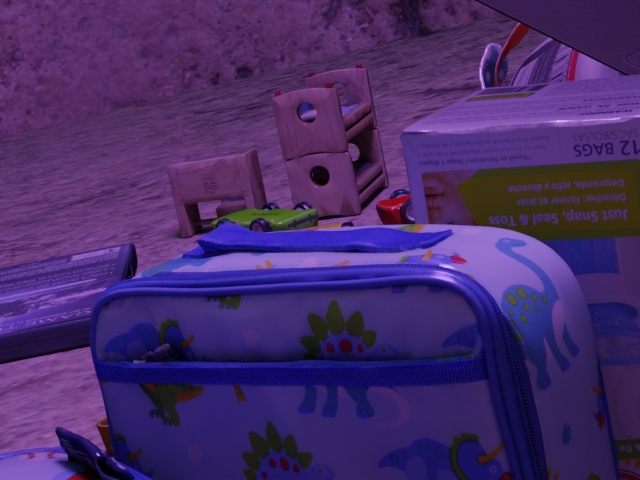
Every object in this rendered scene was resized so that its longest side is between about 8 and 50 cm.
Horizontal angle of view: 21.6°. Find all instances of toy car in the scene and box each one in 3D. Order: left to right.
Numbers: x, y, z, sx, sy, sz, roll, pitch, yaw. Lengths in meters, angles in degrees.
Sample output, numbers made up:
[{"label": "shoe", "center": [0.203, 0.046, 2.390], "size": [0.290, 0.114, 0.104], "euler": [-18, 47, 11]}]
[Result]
[{"label": "toy car", "center": [0.000, 0.000, 1.386], "size": [0.239, 0.053, 0.225], "euler": [-21, 15, -41]}]

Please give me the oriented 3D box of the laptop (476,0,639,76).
[{"label": "laptop", "center": [0.295, -0.031, 0.760], "size": [0.382, 0.236, 0.408], "euler": [23, -24, -20]}]

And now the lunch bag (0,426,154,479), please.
[{"label": "lunch bag", "center": [-0.150, 0.171, 0.585], "size": [0.303, 0.115, 0.243], "euler": [-19, 16, -28]}]

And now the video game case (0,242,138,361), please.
[{"label": "video game case", "center": [-0.260, 0.058, 1.424], "size": [0.196, 0.026, 0.274], "euler": [-11, 13, -1]}]

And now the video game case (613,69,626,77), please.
[{"label": "video game case", "center": [0.323, -0.160, 1.043], "size": [0.329, 0.300, 0.036], "euler": [-3, -3, -24]}]

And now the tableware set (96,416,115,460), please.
[{"label": "tableware set", "center": [-0.059, 0.106, 1.010], "size": [0.154, 0.024, 0.104], "euler": [-11, 11, 1]}]

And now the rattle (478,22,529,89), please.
[{"label": "rattle", "center": [0.087, -0.033, 1.098], "size": [0.143, 0.199, 0.130], "euler": [-11, 12, 2]}]

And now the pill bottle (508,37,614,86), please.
[{"label": "pill bottle", "center": [0.230, -0.086, 1.206], "size": [0.176, 0.176, 0.318], "euler": [-13, -2, -8]}]

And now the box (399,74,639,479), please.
[{"label": "box", "center": [0.119, 0.036, 0.736], "size": [0.114, 0.203, 0.103], "euler": [-2, 15, 28]}]

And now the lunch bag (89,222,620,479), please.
[{"label": "lunch bag", "center": [0.009, 0.080, 0.699], "size": [0.219, 0.176, 0.090], "euler": [-1, 15, 36]}]

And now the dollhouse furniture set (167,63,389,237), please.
[{"label": "dollhouse furniture set", "center": [-0.045, -0.091, 1.664], "size": [0.184, 0.129, 0.129], "euler": [-7, 12, 17]}]
